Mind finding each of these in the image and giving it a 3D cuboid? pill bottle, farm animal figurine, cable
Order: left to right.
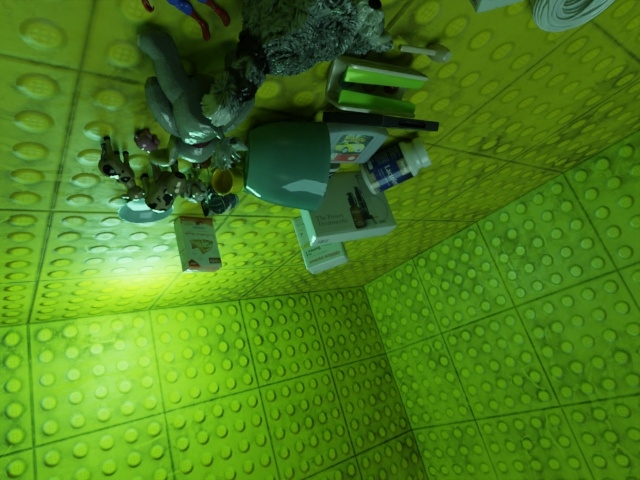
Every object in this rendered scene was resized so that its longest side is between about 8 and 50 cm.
[{"bbox_3d":[-0.503,-0.186,1.308,0.331,0.172,0.327,-8,159,-25],"label":"farm animal figurine"},{"bbox_3d":[0.304,-0.307,1.693,0.265,0.153,0.153,-25,159,18],"label":"pill bottle"},{"bbox_3d":[0.692,-0.679,1.109,0.257,0.089,0.257,-20,161,6],"label":"cable"}]

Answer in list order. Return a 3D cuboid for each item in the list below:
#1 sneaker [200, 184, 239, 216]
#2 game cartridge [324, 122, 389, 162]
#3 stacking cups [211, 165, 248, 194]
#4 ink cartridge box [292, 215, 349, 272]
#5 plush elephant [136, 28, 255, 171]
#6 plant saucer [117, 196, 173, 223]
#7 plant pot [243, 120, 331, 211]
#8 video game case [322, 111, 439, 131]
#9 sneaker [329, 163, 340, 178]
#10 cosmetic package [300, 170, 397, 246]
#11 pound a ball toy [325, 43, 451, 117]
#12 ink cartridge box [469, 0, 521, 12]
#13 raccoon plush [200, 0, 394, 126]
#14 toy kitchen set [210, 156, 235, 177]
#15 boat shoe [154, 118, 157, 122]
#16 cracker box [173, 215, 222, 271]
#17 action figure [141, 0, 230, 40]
[{"bbox_3d":[-0.360,-0.160,1.558,0.122,0.110,0.283,-19,-170,-29],"label":"sneaker"},{"bbox_3d":[0.098,-0.359,1.532,0.294,0.060,0.196,-6,154,-29],"label":"game cartridge"},{"bbox_3d":[-0.252,-0.220,1.492,0.096,0.096,0.316,-28,177,28],"label":"stacking cups"},{"bbox_3d":[0.000,0.000,2.081,0.202,0.278,0.117,-20,161,8],"label":"ink cartridge box"},{"bbox_3d":[-0.310,-0.306,1.049,0.272,0.329,0.255,-12,180,-35],"label":"plush elephant"},{"bbox_3d":[-0.653,-0.123,1.556,0.195,0.037,0.195,-16,160,-6],"label":"plant saucer"},{"bbox_3d":[-0.121,-0.246,1.333,0.235,0.292,0.293,3,155,-17],"label":"plant pot"},{"bbox_3d":[0.185,-0.375,1.312,0.248,0.035,0.275,-7,-161,-38],"label":"video game case"},{"bbox_3d":[-0.036,-0.261,1.637,0.217,0.079,0.121,-8,157,-29],"label":"sneaker"},{"bbox_3d":[0.103,-0.145,1.767,0.378,0.284,0.097,-9,157,-23],"label":"cosmetic package"},{"bbox_3d":[0.190,-0.483,1.202,0.319,0.135,0.208,-4,127,-28],"label":"pound a ball toy"},{"bbox_3d":[0.405,-0.633,0.925,0.128,0.128,0.176,-16,160,-2],"label":"ink cartridge box"},{"bbox_3d":[-0.047,-0.429,0.948,0.446,0.216,0.299,-37,157,25],"label":"raccoon plush"},{"bbox_3d":[-0.347,-0.253,1.438,0.083,0.068,0.075,-39,157,-29],"label":"toy kitchen set"},{"bbox_3d":[-0.387,-0.351,1.152,0.142,0.049,0.040,-13,122,-26],"label":"boat shoe"},{"bbox_3d":[-0.517,0.017,1.758,0.156,0.232,0.067,3,152,-46],"label":"cracker box"},{"bbox_3d":[-0.283,-0.470,0.791,0.092,0.139,0.280,-26,156,21],"label":"action figure"}]
